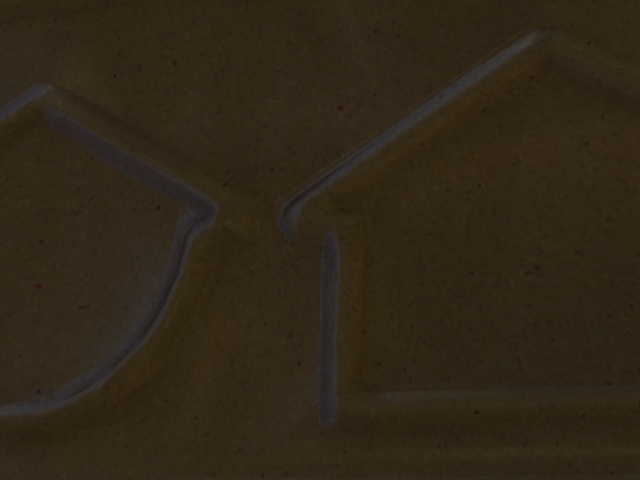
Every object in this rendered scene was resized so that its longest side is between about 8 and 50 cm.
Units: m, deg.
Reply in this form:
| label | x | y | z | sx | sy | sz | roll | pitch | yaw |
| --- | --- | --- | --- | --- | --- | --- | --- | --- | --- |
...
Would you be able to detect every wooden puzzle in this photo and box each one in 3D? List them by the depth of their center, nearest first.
| label | x | y | z | sx | sy | sz | roll | pitch | yaw |
| --- | --- | --- | --- | --- | --- | --- | --- | --- | --- |
| wooden puzzle | -0.001 | -0.053 | 0.454 | 0.080 | 0.322 | 0.348 | 46 | -136 | -60 |
